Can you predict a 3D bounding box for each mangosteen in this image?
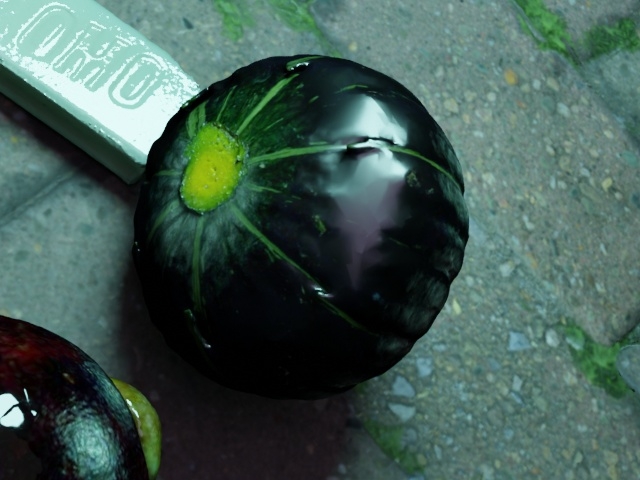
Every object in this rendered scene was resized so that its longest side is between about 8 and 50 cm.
[{"bbox_3d":[-0.240,0.177,0.694,0.288,0.288,0.287,7,70,-20],"label":"mangosteen"}]

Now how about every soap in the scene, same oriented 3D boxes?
[{"bbox_3d":[-0.216,-0.154,0.925,0.198,0.063,0.114,35,62,-9],"label":"soap"}]

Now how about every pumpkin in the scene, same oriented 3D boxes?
[{"bbox_3d":[0.000,0.000,0.859,0.296,0.296,0.295,7,70,-20],"label":"pumpkin"}]
